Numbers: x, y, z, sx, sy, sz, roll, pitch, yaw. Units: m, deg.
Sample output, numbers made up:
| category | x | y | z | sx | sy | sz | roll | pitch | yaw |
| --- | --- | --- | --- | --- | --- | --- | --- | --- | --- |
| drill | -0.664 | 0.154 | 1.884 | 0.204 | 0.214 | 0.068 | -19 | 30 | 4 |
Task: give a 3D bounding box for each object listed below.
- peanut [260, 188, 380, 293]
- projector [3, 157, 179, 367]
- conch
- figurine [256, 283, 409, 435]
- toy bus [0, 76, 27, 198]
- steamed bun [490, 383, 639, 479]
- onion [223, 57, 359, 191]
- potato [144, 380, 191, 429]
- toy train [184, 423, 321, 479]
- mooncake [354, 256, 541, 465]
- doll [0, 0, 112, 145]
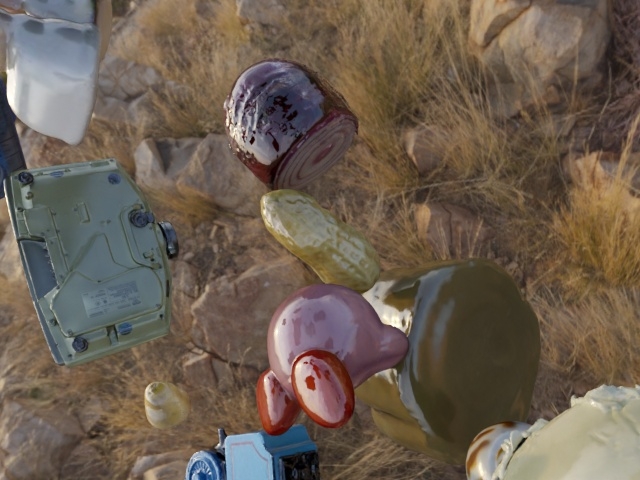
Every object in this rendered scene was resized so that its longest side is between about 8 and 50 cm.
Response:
| category | x | y | z | sx | sy | sz | roll | pitch | yaw |
| --- | --- | --- | --- | --- | --- | --- | --- | --- | --- |
| peanut | 0.000 | 0.000 | 0.999 | 0.147 | 0.306 | 0.147 | -46 | 19 | 21 |
| projector | -0.301 | 0.020 | 0.653 | 0.088 | 0.194 | 0.269 | -28 | 80 | 58 |
| conch | 0.336 | 0.382 | 0.781 | 0.183 | 0.275 | 0.148 | -25 | 81 | -3 |
| figurine | -0.002 | 0.190 | 0.858 | 0.211 | 0.262 | 0.270 | 58 | 141 | 3 |
| toy bus | -0.459 | -0.146 | 0.622 | 0.079 | 0.236 | 0.094 | 39 | 54 | 3 |
| steamed bun | 0.308 | 0.344 | 0.490 | 0.233 | 0.312 | 0.333 | -2 | 110 | 14 |
| onion | -0.088 | -0.269 | 1.081 | 0.260 | 0.337 | 0.282 | 45 | 106 | 11 |
| potato | -0.238 | 0.251 | 0.722 | 0.068 | 0.083 | 0.062 | -28 | 51 | -18 |
| toy train | -0.124 | 0.524 | 0.935 | 0.265 | 0.188 | 0.299 | -20 | 68 | 32 |
| mooncake | 0.289 | 0.266 | 1.105 | 0.262 | 0.467 | 0.466 | -9 | 58 | 62 |
| doll | -0.351 | -0.211 | 0.330 | 0.161 | 0.424 | 0.348 | -61 | 8 | 21 |
